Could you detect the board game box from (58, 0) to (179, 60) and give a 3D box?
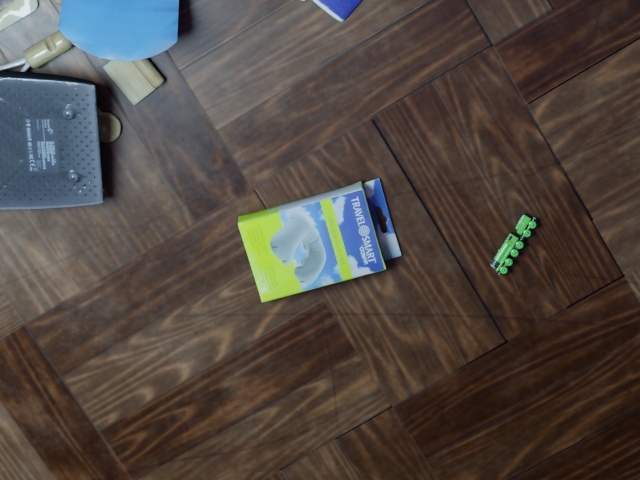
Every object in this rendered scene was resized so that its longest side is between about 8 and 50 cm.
[{"bbox_3d":[-0.229,-0.273,1.717,0.133,0.033,0.169,3,68,-7],"label":"board game box"}]

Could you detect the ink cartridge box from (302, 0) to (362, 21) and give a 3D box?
[{"bbox_3d":[0.106,-0.369,1.499,0.071,0.330,0.324,39,106,-12],"label":"ink cartridge box"}]

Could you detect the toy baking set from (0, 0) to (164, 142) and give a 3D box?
[{"bbox_3d":[-0.315,-0.211,1.757,0.256,0.030,0.197,26,103,-8],"label":"toy baking set"}]

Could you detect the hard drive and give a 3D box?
[{"bbox_3d":[-0.382,-0.120,1.750,0.254,0.054,0.172,0,120,-1],"label":"hard drive"}]

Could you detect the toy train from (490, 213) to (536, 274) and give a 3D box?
[{"bbox_3d":[0.235,0.004,1.834,0.023,0.017,0.083,32,103,1],"label":"toy train"}]

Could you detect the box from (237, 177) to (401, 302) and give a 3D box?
[{"bbox_3d":[0.000,0.000,1.815,0.178,0.042,0.109,-16,105,4],"label":"box"}]
